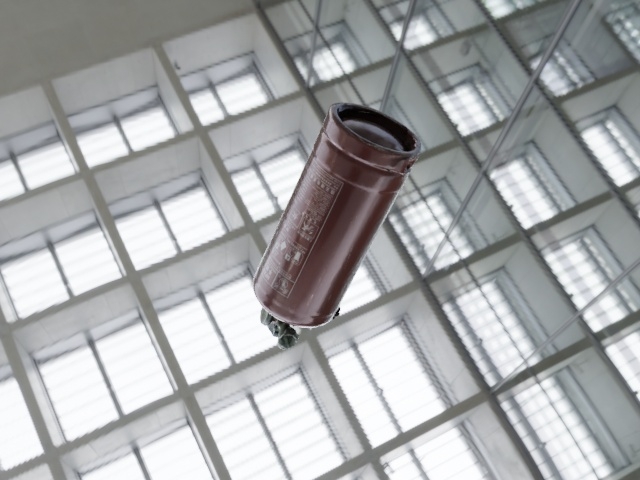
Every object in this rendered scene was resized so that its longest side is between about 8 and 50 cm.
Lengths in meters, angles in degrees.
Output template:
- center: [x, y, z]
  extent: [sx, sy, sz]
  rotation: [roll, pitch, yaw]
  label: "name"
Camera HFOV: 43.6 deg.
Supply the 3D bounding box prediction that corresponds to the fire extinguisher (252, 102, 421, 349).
- center: [0.000, 0.000, 0.791]
  extent: [0.105, 0.268, 0.104]
  rotation: [19, -150, -11]
  label: "fire extinguisher"
